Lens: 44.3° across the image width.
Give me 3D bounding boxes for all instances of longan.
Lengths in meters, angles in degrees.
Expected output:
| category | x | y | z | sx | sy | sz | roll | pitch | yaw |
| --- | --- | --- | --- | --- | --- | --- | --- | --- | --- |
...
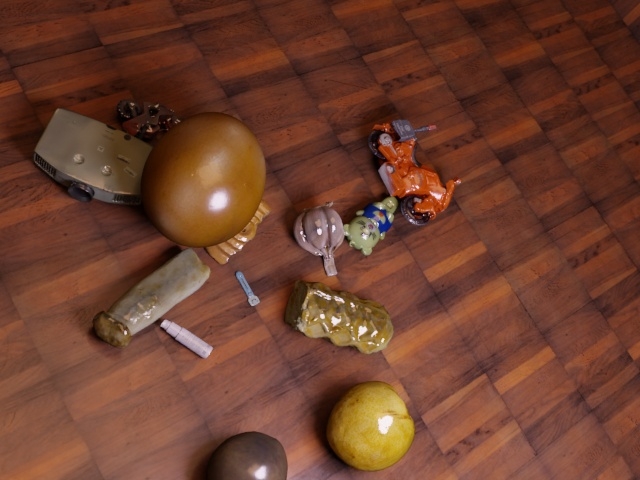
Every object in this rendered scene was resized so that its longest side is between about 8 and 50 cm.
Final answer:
| category | x | y | z | sx | sy | sz | roll | pitch | yaw |
| --- | --- | --- | --- | --- | --- | --- | --- | --- | --- |
| longan | -0.155 | 0.496 | 1.688 | 0.167 | 0.167 | 0.187 | 49 | 35 | 4 |

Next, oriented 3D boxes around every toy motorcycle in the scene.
| category | x | y | z | sx | sy | sz | roll | pitch | yaw |
| --- | --- | --- | --- | --- | --- | --- | --- | --- | --- |
| toy motorcycle | -0.417 | -0.285 | 1.995 | 0.212 | 0.084 | 0.118 | 16 | 51 | -23 |
| toy motorcycle | 0.270 | -0.198 | 2.231 | 0.221 | 0.148 | 0.326 | -14 | 70 | -32 |

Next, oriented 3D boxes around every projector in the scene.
| category | x | y | z | sx | sy | sz | roll | pitch | yaw |
| --- | --- | --- | --- | --- | --- | --- | --- | --- | --- |
| projector | -0.539 | -0.184 | 1.882 | 0.269 | 0.088 | 0.194 | 23 | 58 | -13 |

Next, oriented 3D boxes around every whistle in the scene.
| category | x | y | z | sx | sy | sz | roll | pitch | yaw |
| --- | --- | --- | --- | --- | --- | --- | --- | --- | --- |
| whistle | 0.145 | -0.049 | 2.136 | 0.105 | 0.085 | 0.227 | 46 | 55 | -1 |

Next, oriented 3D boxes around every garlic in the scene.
| category | x | y | z | sx | sy | sz | roll | pitch | yaw |
| --- | --- | --- | --- | --- | --- | --- | --- | --- | --- |
| garlic | 0.000 | 0.000 | 2.039 | 0.131 | 0.127 | 0.194 | -7 | 97 | 4 |

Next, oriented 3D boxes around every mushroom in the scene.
| category | x | y | z | sx | sy | sz | roll | pitch | yaw |
| --- | --- | --- | --- | --- | --- | --- | --- | --- | --- |
| mushroom | -0.385 | 0.132 | 1.807 | 0.100 | 0.081 | 0.312 | 49 | 52 | 0 |

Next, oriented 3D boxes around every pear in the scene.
| category | x | y | z | sx | sy | sz | roll | pitch | yaw |
| --- | --- | --- | --- | --- | --- | --- | --- | --- | --- |
| pear | 0.113 | 0.434 | 1.818 | 0.208 | 0.209 | 0.209 | 10 | 62 | -20 |

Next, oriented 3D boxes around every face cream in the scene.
| category | x | y | z | sx | sy | sz | roll | pitch | yaw |
| --- | --- | --- | --- | --- | --- | --- | --- | --- | --- |
| face cream | -0.311 | 0.226 | 1.817 | 0.130 | 0.034 | 0.034 | 35 | 56 | -6 |

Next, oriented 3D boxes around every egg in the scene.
| category | x | y | z | sx | sy | sz | roll | pitch | yaw |
| --- | --- | --- | --- | --- | --- | --- | --- | --- | --- |
| egg | -0.271 | -0.145 | 1.847 | 0.282 | 0.282 | 0.351 | 23 | 53 | -13 |

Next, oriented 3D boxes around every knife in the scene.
| category | x | y | z | sx | sy | sz | roll | pitch | yaw |
| --- | --- | --- | --- | --- | --- | --- | --- | --- | --- |
| knife | -0.182 | 0.117 | 1.946 | 0.027 | 0.010 | 0.096 | -24 | 77 | -33 |

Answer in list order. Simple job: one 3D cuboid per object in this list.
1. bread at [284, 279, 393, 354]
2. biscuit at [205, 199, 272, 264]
| category | x | y | z | sx | sy | sz | roll | pitch | yaw |
| --- | --- | --- | --- | --- | --- | --- | --- | --- | --- |
| bread | 0.055 | 0.194 | 1.950 | 0.267 | 0.130 | 0.152 | 19 | 50 | -15 |
| biscuit | -0.226 | -0.052 | 1.997 | 0.144 | 0.033 | 0.224 | 42 | 55 | -1 |
